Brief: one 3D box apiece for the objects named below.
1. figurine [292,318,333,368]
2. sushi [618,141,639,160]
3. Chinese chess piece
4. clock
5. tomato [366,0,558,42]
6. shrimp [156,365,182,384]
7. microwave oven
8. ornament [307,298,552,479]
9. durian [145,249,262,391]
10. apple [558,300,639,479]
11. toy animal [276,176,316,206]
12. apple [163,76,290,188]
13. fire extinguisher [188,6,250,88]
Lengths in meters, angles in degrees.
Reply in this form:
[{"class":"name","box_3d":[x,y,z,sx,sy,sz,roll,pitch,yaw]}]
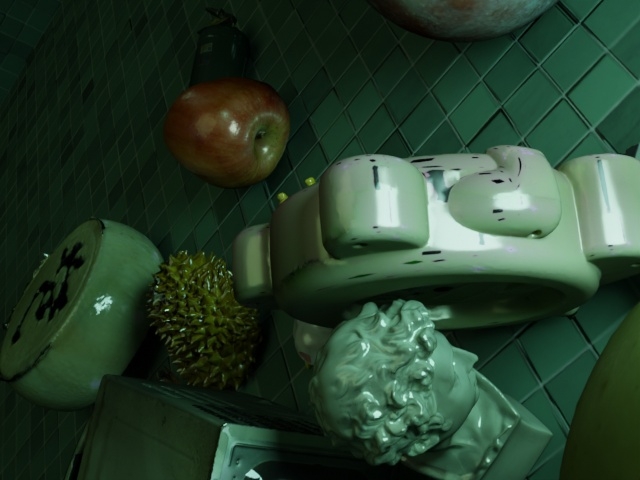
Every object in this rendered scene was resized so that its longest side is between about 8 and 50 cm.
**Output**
[{"class":"figurine","box_3d":[0.003,0.086,1.039,0.129,0.109,0.178,-125,36,-61]},{"class":"sushi","box_3d":[0.361,-0.021,0.669,0.231,0.047,0.219,-35,50,45]},{"class":"Chinese chess piece","box_3d":[-0.425,0.126,1.512,0.349,0.146,0.349,-37,35,31]},{"class":"clock","box_3d":[0.100,0.007,0.743,0.284,0.310,0.114,-29,61,57]},{"class":"tomato","box_3d":[0.156,-0.375,0.913,0.283,0.317,0.316,34,99,36]},{"class":"shrimp","box_3d":[-0.204,0.282,1.247,0.236,0.053,0.133,50,131,40]},{"class":"microwave oven","box_3d":[-0.113,0.366,0.886,0.333,0.247,0.394,5,80,53]},{"class":"ornament","box_3d":[0.092,0.149,0.740,0.130,0.285,0.120,-52,48,-4]},{"class":"durian","box_3d":[-0.180,0.117,1.249,0.183,0.138,0.250,-56,41,2]},{"class":"apple","box_3d":[0.288,0.157,0.415,0.357,0.357,0.357,-30,49,41]},{"class":"toy animal","box_3d":[0.003,0.001,1.132,0.070,0.083,0.159,-29,56,7]},{"class":"apple","box_3d":[-0.148,-0.167,1.318,0.199,0.199,0.199,-30,49,41]},{"class":"fire extinguisher","box_3d":[-0.187,-0.280,1.501,0.115,0.095,0.311,0,68,26]}]
